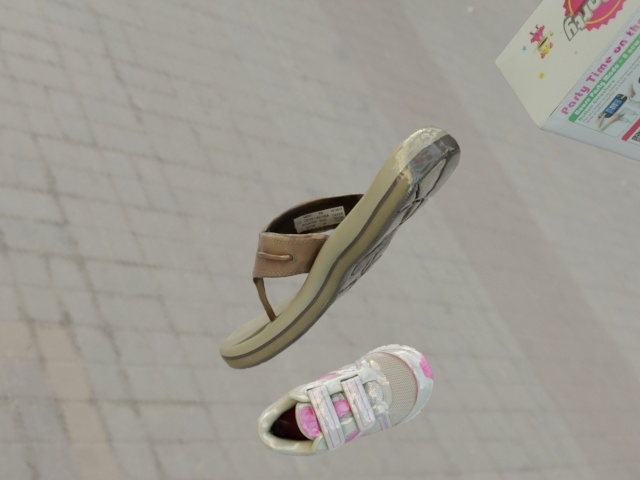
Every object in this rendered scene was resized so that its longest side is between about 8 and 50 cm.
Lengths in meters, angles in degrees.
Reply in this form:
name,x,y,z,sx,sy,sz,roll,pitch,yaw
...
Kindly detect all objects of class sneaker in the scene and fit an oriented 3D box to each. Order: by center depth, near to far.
name,x,y,z,sx,sy,sz,roll,pitch,yaw
sneaker,0.025,0.212,1.464,0.103,0.252,0.111,63,26,5

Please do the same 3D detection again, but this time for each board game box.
name,x,y,z,sx,sy,sz,roll,pitch,yaw
board game box,0.337,-0.166,0.997,0.303,0.224,0.097,13,39,-36

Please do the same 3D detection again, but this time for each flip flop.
name,x,y,z,sx,sy,sz,roll,pitch,yaw
flip flop,0.000,0.000,0.881,0.080,0.277,0.112,43,43,5
